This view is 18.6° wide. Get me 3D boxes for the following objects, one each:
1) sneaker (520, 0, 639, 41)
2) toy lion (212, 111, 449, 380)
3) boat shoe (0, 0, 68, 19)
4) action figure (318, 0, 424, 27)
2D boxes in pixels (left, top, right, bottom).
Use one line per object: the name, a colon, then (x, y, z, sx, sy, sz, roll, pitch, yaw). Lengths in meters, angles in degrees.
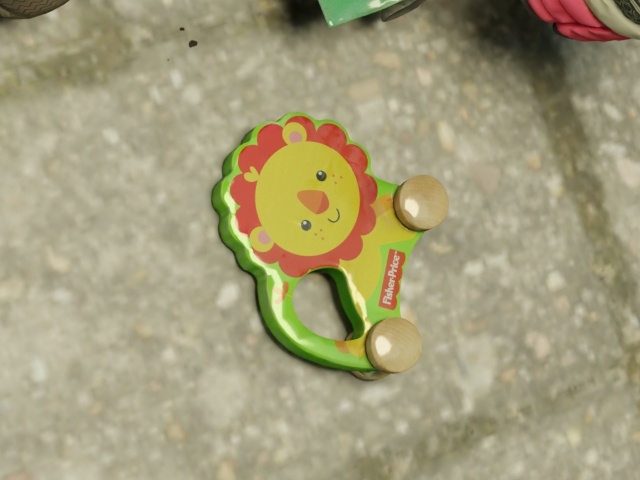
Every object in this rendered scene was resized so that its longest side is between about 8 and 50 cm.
sneaker: (0.147, -0.229, 0.768, 0.121, 0.112, 0.299, -9, 100, -44)
toy lion: (0.000, 0.000, 0.808, 0.096, 0.034, 0.100, 16, 75, -18)
boat shoe: (-0.159, -0.237, 0.711, 0.116, 0.123, 0.324, -41, 110, -38)
action figure: (0.012, -0.212, 0.829, 0.137, 0.063, 0.232, -21, 86, -28)
